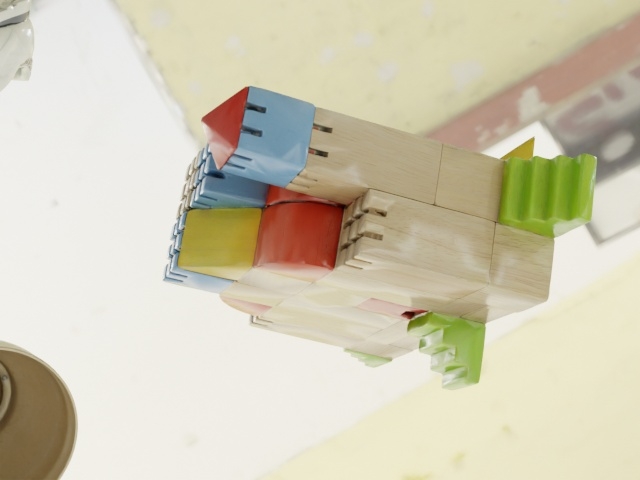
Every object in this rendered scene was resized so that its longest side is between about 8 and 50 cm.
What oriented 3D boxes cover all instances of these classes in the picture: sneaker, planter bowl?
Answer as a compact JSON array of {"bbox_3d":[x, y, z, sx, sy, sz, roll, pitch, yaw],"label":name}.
[{"bbox_3d":[-0.347,-0.168,1.095,0.090,0.094,0.235,12,-153,21],"label":"sneaker"},{"bbox_3d":[-0.306,0.154,1.011,0.162,0.162,0.109,-31,-155,-17],"label":"planter bowl"}]

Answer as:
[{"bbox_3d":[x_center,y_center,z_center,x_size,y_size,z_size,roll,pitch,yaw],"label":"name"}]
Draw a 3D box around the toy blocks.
[{"bbox_3d":[0.000,0.000,0.913,0.261,0.190,0.381,14,162,-15],"label":"toy blocks"}]
